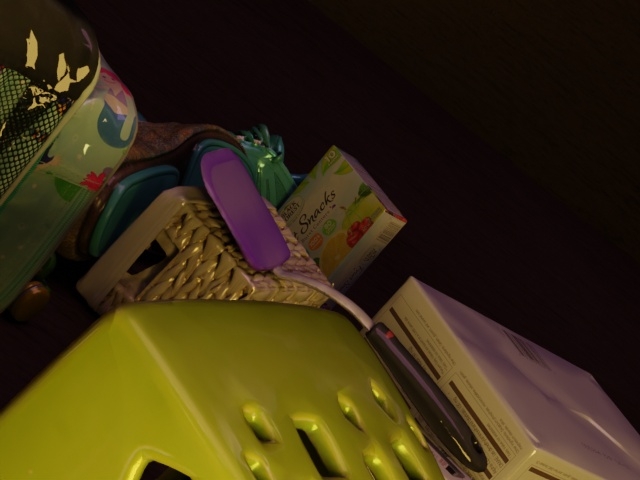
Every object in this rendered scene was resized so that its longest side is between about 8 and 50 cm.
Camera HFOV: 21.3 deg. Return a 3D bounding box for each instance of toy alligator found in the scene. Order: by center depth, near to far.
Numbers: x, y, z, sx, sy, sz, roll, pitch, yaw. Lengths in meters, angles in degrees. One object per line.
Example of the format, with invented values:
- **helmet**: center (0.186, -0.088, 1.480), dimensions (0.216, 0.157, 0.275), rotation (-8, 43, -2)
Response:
- **toy alligator**: center (-0.218, 0.013, 1.079), dimensions (0.056, 0.051, 0.189), rotation (46, 15, 22)

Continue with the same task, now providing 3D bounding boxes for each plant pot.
- **plant pot**: center (-0.047, 0.174, 0.699), dimensions (0.207, 0.227, 0.228), rotation (52, 16, 18)

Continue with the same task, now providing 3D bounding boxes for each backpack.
- **backpack**: center (-0.232, -0.057, 0.846), dimensions (0.191, 0.253, 0.225), rotation (33, 12, -45)

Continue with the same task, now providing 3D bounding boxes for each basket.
- **basket**: center (-0.080, 0.035, 1.266), dimensions (0.103, 0.113, 0.167), rotation (49, 16, 17)

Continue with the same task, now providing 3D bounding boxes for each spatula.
- **spatula**: center (0.015, 0.051, 1.199), dimensions (0.296, 0.030, 0.084), rotation (46, 19, 8)

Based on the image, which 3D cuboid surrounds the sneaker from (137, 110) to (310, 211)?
- **sneaker**: center (-0.088, -0.067, 1.561), dimensions (0.275, 0.110, 0.107), rotation (27, 20, -43)

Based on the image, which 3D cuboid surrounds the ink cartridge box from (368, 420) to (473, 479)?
- **ink cartridge box**: center (0.041, 0.175, 1.175), dimensions (0.135, 0.099, 0.056), rotation (46, 13, 17)

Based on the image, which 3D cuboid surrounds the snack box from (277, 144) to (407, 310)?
- **snack box**: center (0.000, 0.000, 1.520), dimensions (0.037, 0.141, 0.100), rotation (26, 20, -45)

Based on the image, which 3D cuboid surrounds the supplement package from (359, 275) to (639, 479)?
- **supplement package**: center (0.147, 0.180, 1.345), dimensions (0.262, 0.145, 0.204), rotation (29, 18, -43)

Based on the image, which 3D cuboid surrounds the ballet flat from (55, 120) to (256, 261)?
- **ballet flat**: center (-0.152, -0.051, 1.357), dimensions (0.123, 0.123, 0.348), rotation (43, 14, 10)
